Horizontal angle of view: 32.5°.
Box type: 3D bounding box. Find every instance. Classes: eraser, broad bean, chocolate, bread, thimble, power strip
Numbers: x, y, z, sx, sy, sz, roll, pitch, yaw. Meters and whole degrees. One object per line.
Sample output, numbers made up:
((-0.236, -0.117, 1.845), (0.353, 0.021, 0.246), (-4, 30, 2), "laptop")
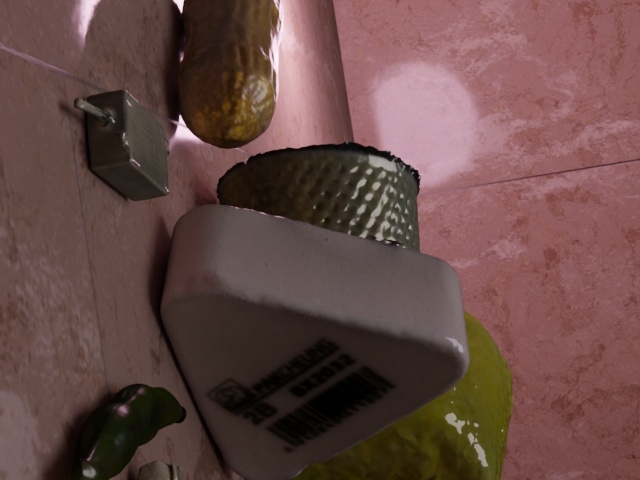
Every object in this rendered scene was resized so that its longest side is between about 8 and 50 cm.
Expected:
((-0.030, 0.133, 1.228), (0.150, 0.331, 0.331), (-89, 167, -45), "eraser")
((-0.158, 0.152, 0.917), (0.297, 0.043, 0.060), (-19, 110, -83), "broad bean")
((-0.114, -0.238, 1.361), (0.134, 0.134, 0.309), (72, 16, -47), "chocolate")
((0.090, 0.261, 1.529), (0.308, 0.348, 0.348), (-61, 142, -64), "bread")
((0.000, 0.000, 1.390), (0.271, 0.270, 0.150), (62, 24, -66), "thimble")
((-0.183, -0.093, 1.003), (0.175, 0.042, 0.075), (52, 30, -71), "power strip")

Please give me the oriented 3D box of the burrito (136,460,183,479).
((-0.142, 0.268, 0.907), (0.045, 0.041, 0.186), (85, 4, -51), "burrito")
